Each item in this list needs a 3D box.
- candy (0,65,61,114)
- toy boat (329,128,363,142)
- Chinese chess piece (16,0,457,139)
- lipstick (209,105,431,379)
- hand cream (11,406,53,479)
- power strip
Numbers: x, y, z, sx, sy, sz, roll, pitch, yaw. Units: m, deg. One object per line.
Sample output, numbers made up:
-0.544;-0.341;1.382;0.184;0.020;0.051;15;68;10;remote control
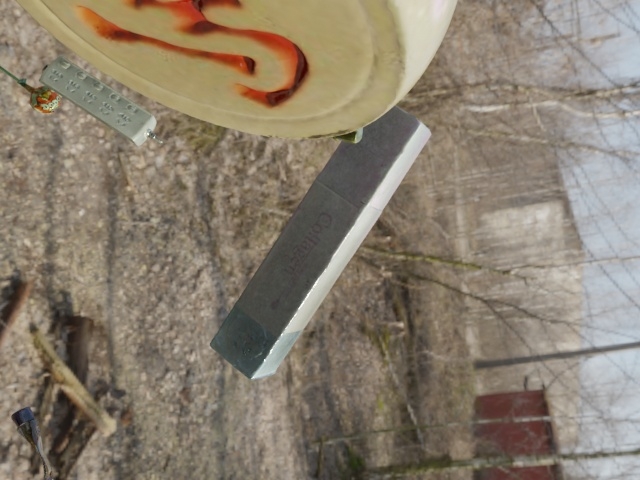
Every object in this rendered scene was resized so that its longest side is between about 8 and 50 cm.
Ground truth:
-0.560;-0.296;1.273;0.055;0.184;0.049;-44;161;-35;candy
-0.018;-0.119;0.554;0.016;0.115;0.063;-41;142;-52;toy boat
-0.057;-0.161;0.368;0.102;0.273;0.273;-69;156;-19;Chinese chess piece
0.000;0.000;0.720;0.317;0.066;0.068;-57;162;8;lipstick
-0.490;0.369;1.173;0.163;0.039;0.062;65;-20;11;hand cream
-0.390;-0.245;1.213;0.060;0.252;0.027;-57;-179;-17;power strip
